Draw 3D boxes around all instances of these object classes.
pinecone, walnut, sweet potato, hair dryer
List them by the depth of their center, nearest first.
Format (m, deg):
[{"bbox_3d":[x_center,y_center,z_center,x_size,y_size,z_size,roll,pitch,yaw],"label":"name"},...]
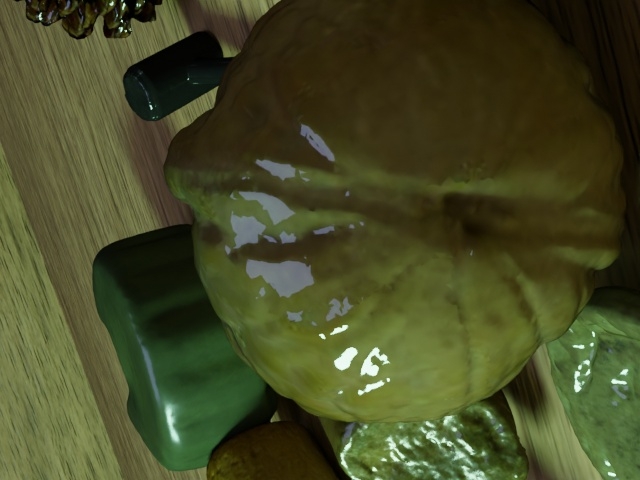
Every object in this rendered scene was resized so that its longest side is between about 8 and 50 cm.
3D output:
[{"bbox_3d":[0.044,-0.032,0.714,0.333,0.333,0.333,47,149,40],"label":"walnut"},{"bbox_3d":[0.051,0.085,0.974,0.158,0.157,0.370,99,153,-50],"label":"sweet potato"},{"bbox_3d":[-0.122,-0.180,1.181,0.248,0.114,0.071,15,133,53],"label":"hair dryer"},{"bbox_3d":[-0.285,-0.343,1.255,0.221,0.221,0.221,47,149,40],"label":"pinecone"}]

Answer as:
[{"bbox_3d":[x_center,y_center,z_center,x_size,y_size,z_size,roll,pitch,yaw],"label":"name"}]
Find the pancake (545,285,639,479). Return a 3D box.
[{"bbox_3d":[0.247,0.131,0.711,0.242,0.050,0.242,51,160,27],"label":"pancake"}]

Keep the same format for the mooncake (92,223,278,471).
[{"bbox_3d":[-0.194,0.149,1.504,0.351,0.187,0.351,165,90,-71],"label":"mooncake"}]

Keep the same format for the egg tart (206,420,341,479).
[{"bbox_3d":[-0.067,0.335,1.398,0.202,0.202,0.147,102,148,-53],"label":"egg tart"}]
